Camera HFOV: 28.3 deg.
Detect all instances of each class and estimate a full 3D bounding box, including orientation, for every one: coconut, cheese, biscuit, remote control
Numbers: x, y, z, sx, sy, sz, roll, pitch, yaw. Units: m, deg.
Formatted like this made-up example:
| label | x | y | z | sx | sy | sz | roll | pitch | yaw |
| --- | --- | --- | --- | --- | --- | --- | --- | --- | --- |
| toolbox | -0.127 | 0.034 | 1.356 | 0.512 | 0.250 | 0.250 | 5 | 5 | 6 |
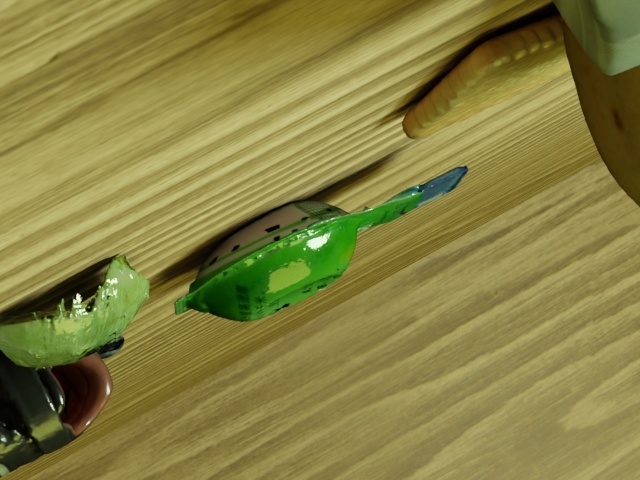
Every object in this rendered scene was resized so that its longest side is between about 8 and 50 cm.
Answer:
| label | x | y | z | sx | sy | sz | roll | pitch | yaw |
| --- | --- | --- | --- | --- | --- | --- | --- | --- | --- |
| coconut | -0.194 | 0.064 | 1.042 | 0.133 | 0.055 | 0.158 | -32 | 175 | 31 |
| cheese | 0.000 | 0.000 | 1.266 | 0.320 | 0.083 | 0.204 | -26 | 171 | -11 |
| biscuit | 0.192 | -0.164 | 1.087 | 0.250 | 0.030 | 0.160 | -26 | 173 | -29 |
| remote control | -0.258 | 0.130 | 1.440 | 0.039 | 0.014 | 0.096 | -32 | 172 | 23 |

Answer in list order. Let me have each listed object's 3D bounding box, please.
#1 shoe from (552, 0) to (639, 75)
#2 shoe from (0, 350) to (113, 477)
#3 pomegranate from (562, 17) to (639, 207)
| label | x | y | z | sx | sy | sz | roll | pitch | yaw |
| --- | --- | --- | --- | --- | --- | --- | --- | --- | --- |
| shoe | 0.114 | -0.162 | 0.360 | 0.160 | 0.132 | 0.363 | -32 | 167 | 7 |
| shoe | -0.285 | 0.162 | 1.112 | 0.137 | 0.114 | 0.291 | -28 | 178 | 31 |
| pomegranate | 0.297 | -0.121 | 0.661 | 0.332 | 0.332 | 0.332 | -29 | 173 | -4 |
